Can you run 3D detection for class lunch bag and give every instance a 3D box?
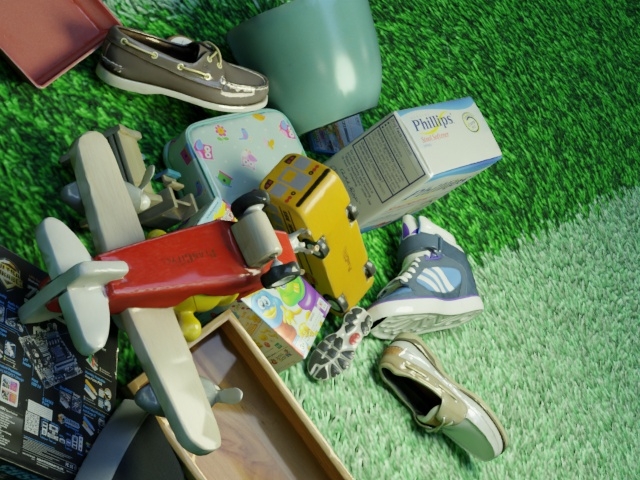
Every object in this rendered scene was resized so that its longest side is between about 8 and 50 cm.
[{"bbox_3d":[-0.142,-0.128,1.969,0.279,0.108,0.224,-18,77,-48],"label":"lunch bag"}]

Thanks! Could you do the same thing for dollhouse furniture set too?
[{"bbox_3d":[-0.317,-0.090,1.788,0.183,0.129,0.129,18,49,-66],"label":"dollhouse furniture set"}]

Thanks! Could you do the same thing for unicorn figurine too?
[{"bbox_3d":[-0.054,0.021,1.760,0.162,0.111,0.060,-35,108,-39],"label":"unicorn figurine"}]

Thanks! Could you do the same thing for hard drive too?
[{"bbox_3d":[-0.267,0.353,1.504,0.255,0.054,0.172,-69,141,-61],"label":"hard drive"}]

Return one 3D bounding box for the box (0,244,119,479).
[{"bbox_3d":[-0.393,0.189,1.480,0.295,0.073,0.293,43,35,-52],"label":"box"}]

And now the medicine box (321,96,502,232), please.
[{"bbox_3d":[0.161,-0.143,2.131,0.263,0.289,0.149,-18,79,-48],"label":"medicine box"}]

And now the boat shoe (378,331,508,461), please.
[{"bbox_3d":[0.225,0.318,2.051,0.302,0.113,0.103,45,43,2],"label":"boat shoe"}]

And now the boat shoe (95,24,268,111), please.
[{"bbox_3d":[-0.235,-0.311,1.938,0.324,0.097,0.117,9,32,-23],"label":"boat shoe"}]

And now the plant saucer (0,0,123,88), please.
[{"bbox_3d":[-0.502,-0.399,1.838,0.258,0.047,0.259,48,43,-10],"label":"plant saucer"}]

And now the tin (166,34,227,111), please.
[{"bbox_3d":[-0.228,-0.322,2.063,0.189,0.040,0.106,30,44,-28],"label":"tin"}]

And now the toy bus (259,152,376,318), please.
[{"bbox_3d":[0.000,0.000,1.929,0.108,0.130,0.333,-51,148,-22],"label":"toy bus"}]

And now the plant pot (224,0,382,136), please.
[{"bbox_3d":[-0.011,-0.340,2.109,0.293,0.293,0.235,-27,98,-49],"label":"plant pot"}]

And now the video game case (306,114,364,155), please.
[{"bbox_3d":[0.032,-0.231,2.271,0.166,0.015,0.119,4,64,-43],"label":"video game case"}]

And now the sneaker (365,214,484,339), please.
[{"bbox_3d":[0.175,0.062,2.152,0.322,0.130,0.236,-2,62,-43],"label":"sneaker"}]

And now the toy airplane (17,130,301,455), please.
[{"bbox_3d":[-0.250,0.070,1.534,0.384,0.272,0.386,30,54,-13],"label":"toy airplane"}]

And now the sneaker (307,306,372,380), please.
[{"bbox_3d":[0.037,0.199,1.975,0.068,0.071,0.170,40,56,7],"label":"sneaker"}]

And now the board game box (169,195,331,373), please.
[{"bbox_3d":[-0.142,0.088,1.806,0.275,0.144,0.142,44,41,-15],"label":"board game box"}]

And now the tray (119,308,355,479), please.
[{"bbox_3d":[-0.109,0.334,1.687,0.203,0.076,0.411,-37,93,-24],"label":"tray"}]
